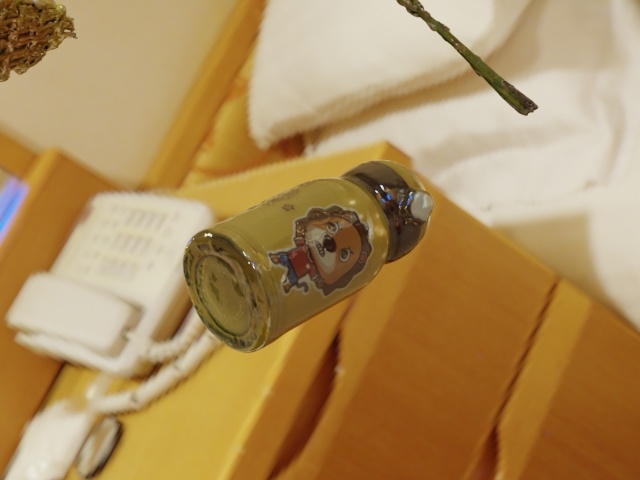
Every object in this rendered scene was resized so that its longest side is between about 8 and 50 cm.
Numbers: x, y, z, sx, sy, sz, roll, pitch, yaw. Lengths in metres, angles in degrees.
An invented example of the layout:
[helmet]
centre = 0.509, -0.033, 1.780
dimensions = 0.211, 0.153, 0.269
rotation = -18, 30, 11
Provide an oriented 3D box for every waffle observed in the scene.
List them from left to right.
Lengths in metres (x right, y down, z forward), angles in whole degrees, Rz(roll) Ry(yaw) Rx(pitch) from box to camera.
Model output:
[waffle]
centre = -0.493, -0.289, 2.227
dimensions = 0.245, 0.254, 0.052
rotation = -32, 75, 19

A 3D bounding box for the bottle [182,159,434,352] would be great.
[bottle]
centre = 0.000, 0.000, 2.006
dimensions = 0.351, 0.172, 0.171
rotation = -29, 5, -34

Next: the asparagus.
[asparagus]
centre = 0.165, -0.224, 1.766
dimensions = 0.022, 0.233, 0.023
rotation = -50, 13, -3
